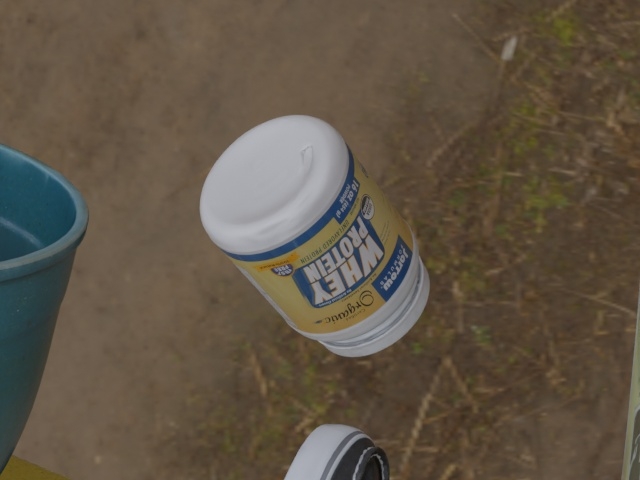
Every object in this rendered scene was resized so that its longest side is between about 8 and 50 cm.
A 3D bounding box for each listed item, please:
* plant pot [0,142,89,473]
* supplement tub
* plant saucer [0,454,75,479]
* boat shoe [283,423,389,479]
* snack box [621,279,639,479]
[{"bbox_3d":[-0.289,0.082,0.842,0.271,0.271,0.255,26,113,37],"label":"plant pot"},{"bbox_3d":[0.000,0.000,1.286,0.144,0.200,0.144,-21,43,21],"label":"supplement tub"},{"bbox_3d":[-0.354,0.297,1.077,0.333,0.333,0.081,-67,12,-6],"label":"plant saucer"},{"bbox_3d":[0.013,0.191,0.638,0.076,0.080,0.228,-2,55,24],"label":"boat shoe"},{"bbox_3d":[0.154,0.057,0.432,0.060,0.322,0.187,10,73,0],"label":"snack box"}]
